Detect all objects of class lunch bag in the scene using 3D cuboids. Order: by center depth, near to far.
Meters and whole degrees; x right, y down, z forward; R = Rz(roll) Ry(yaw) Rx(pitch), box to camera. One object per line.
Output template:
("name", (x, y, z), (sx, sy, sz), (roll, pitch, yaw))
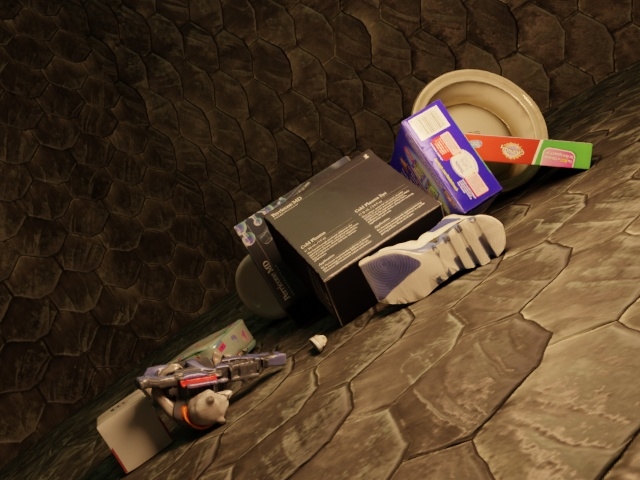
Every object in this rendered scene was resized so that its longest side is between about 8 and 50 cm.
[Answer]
("lunch bag", (-0.326, 0.344, 2.081), (0.279, 0.108, 0.224), (-29, 3, 29))

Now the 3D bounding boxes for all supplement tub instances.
("supplement tub", (-0.112, 0.100, 2.413), (0.241, 0.241, 0.331), (-29, 6, 29))

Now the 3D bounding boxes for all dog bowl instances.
("dog bowl", (0.446, -0.292, 2.096), (0.408, 0.408, 0.150), (-34, -13, -18))

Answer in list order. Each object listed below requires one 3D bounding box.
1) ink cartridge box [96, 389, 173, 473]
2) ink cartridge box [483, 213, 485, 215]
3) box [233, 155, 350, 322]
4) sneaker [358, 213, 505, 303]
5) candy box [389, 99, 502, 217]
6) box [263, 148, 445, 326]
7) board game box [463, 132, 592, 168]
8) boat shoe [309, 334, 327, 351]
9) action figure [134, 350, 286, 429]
("ink cartridge box", (-0.437, 0.441, 1.670), (0.127, 0.128, 0.176), (-34, 4, -17))
("ink cartridge box", (0.344, -0.067, 1.988), (0.145, 0.045, 0.179), (-34, 27, -31))
("box", (0.000, 0.000, 2.085), (0.395, 0.294, 0.212), (-33, -18, -3))
("sneaker", (0.255, 0.031, 1.569), (0.315, 0.128, 0.182), (-24, 3, 15))
("candy box", (0.296, -0.153, 1.771), (0.122, 0.268, 0.317), (-30, -12, -10))
("box", (0.091, -0.017, 1.782), (0.343, 0.179, 0.312), (-32, 45, -12))
("board game box", (0.509, -0.234, 1.853), (0.316, 0.064, 0.242), (5, 9, 4))
("boat shoe", (-0.002, 0.230, 1.624), (0.035, 0.035, 0.100), (-35, -2, -8))
("action figure", (-0.249, 0.345, 1.638), (0.341, 0.179, 0.330), (-5, 4, -16))
